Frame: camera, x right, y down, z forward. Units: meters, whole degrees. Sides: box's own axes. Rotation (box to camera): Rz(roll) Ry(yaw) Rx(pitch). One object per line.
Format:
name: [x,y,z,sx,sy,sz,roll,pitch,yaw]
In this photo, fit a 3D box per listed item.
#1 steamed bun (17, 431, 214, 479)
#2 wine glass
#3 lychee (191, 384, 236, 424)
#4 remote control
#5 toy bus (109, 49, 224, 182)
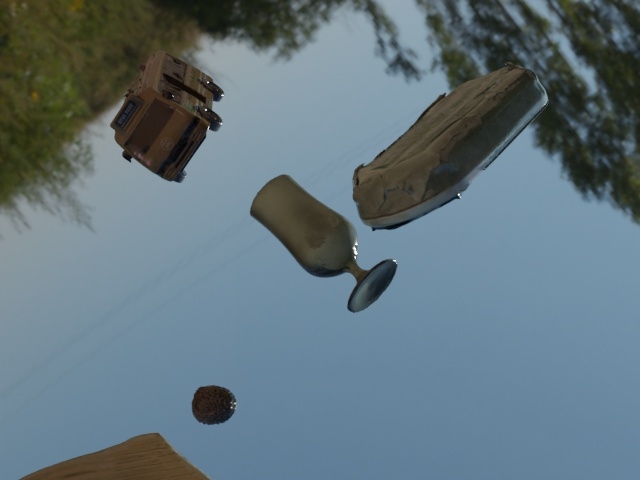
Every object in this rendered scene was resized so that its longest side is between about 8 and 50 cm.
steamed bun: [-0.178,0.393,1.065,0.247,0.236,0.383,-21,-149,-25]
wine glass: [0.000,0.000,1.565,0.103,0.231,0.103,-38,152,-24]
lychee: [-0.167,0.254,1.606,0.083,0.068,0.067,-2,-157,39]
remote control: [0.112,-0.085,0.883,0.104,0.052,0.247,-13,-158,42]
toy bus: [-0.268,-0.223,1.795,0.139,0.157,0.289,-52,-162,19]
